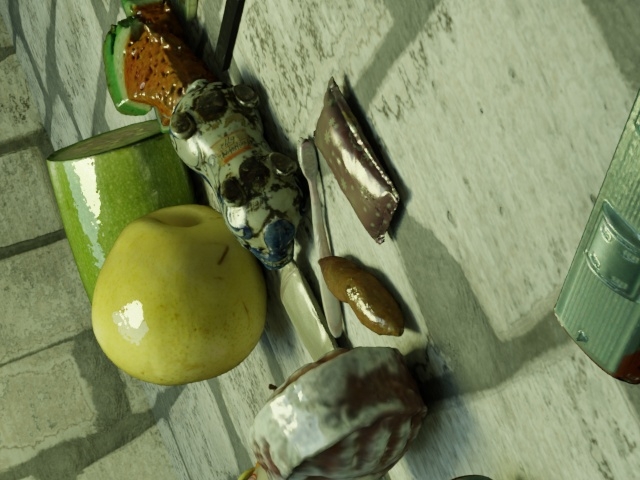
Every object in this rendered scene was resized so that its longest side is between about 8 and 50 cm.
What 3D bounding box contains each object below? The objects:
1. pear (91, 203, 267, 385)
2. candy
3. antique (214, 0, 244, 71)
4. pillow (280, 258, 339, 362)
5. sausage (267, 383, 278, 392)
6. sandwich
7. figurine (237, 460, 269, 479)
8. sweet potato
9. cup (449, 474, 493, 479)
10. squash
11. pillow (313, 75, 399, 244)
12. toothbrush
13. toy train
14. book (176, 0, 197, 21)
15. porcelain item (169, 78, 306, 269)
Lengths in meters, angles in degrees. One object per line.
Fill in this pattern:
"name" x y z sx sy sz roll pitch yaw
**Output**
"pear" -0.236 0.093 1.889 0.309 0.309 0.309 53 154 41
"candy" 0.023 0.242 1.437 0.157 0.214 0.289 62 155 20
"antique" -0.135 -0.312 1.649 0.031 0.015 0.192 64 160 17
"pillow" -0.012 0.129 1.685 0.131 0.038 0.233 101 145 -58
"sausage" -0.053 0.360 1.900 0.112 0.112 0.328 51 152 44
"sandwich" -0.264 -0.254 1.832 0.301 0.162 0.251 43 150 58
"figurine" -0.078 0.462 1.766 0.205 0.382 0.225 35 -158 -29
"sweet potato" 0.047 0.062 1.450 0.218 0.051 0.065 43 149 52
"cup" 0.174 0.340 1.219 0.150 0.199 0.199 -104 10 -46
"squash" -0.348 -0.012 2.131 0.263 0.263 0.385 22 129 65
"pillow" 0.038 -0.092 1.346 0.185 0.043 0.118 62 156 23
"toothbrush" 0.000 0.000 1.559 0.029 0.025 0.307 -130 28 -63
"toy train" 0.245 -0.022 0.797 0.086 0.089 0.409 52 153 30
"book" -0.246 -0.483 1.777 0.228 0.024 0.160 62 161 21
"porcelain item" -0.114 -0.100 1.645 0.288 0.138 0.186 56 169 26
